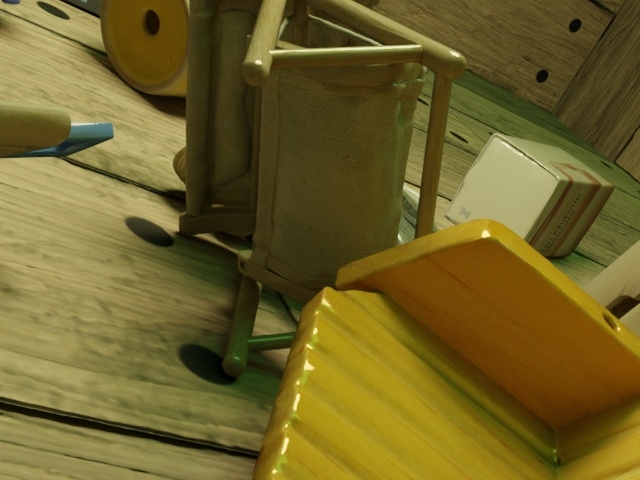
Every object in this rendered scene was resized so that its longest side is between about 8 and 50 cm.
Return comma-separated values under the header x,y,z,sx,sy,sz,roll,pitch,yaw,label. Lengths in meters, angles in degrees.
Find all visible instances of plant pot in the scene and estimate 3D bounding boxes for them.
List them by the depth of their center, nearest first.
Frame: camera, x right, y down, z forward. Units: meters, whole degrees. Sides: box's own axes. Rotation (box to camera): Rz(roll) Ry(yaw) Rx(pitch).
x,y,z,sx,sy,sz,roll,pitch,yaw,label
-0.139,-0.284,1.350,0.254,0.254,0.239,39,33,23,plant pot

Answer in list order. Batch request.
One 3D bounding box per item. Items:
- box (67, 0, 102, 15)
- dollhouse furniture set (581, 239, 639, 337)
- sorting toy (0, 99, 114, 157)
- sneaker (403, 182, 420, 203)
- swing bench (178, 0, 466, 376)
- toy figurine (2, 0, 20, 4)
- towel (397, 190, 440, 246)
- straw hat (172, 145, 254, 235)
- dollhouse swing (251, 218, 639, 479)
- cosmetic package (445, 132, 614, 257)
x,y,z,sx,sy,sz,roll,pitch,yaw,label
-0.300,-0.489,1.477,0.395,0.318,0.097,22,19,-29,box
0.418,0.184,1.131,0.362,0.256,0.394,23,40,-23,dollhouse furniture set
-0.272,-0.039,0.609,0.348,0.196,0.047,-5,84,-62,sorting toy
0.064,-0.077,1.394,0.212,0.080,0.094,43,8,13,sneaker
-0.017,-0.070,0.850,0.165,0.253,0.254,-4,30,-15,swing bench
-0.406,-0.260,1.073,0.362,0.191,0.217,16,52,-58,toy figurine
0.087,0.000,1.121,0.312,0.056,0.324,37,13,-43,towel
-0.080,-0.039,1.035,0.144,0.144,0.061,22,62,-28,straw hat
0.187,0.100,0.574,0.315,0.305,0.347,39,29,-13,dollhouse swing
0.338,-0.065,1.661,0.129,0.153,0.296,39,20,25,cosmetic package
